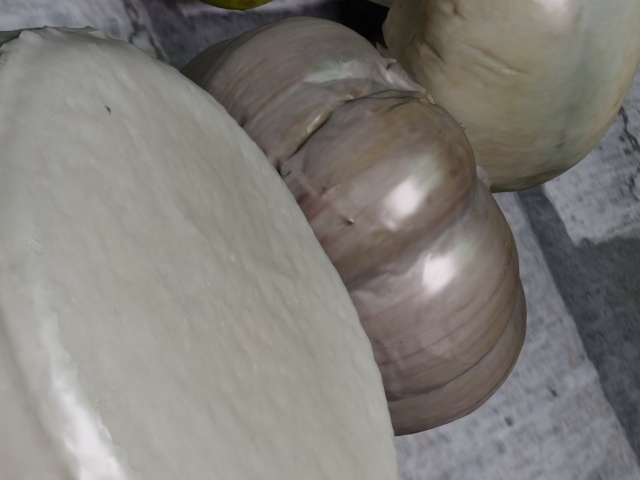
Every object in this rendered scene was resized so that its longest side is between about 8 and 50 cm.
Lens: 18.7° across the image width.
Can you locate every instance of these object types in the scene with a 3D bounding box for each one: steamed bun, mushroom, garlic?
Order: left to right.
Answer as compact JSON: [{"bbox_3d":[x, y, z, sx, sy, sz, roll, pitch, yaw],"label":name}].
[{"bbox_3d":[-0.103,0.062,0.748,0.283,0.177,0.283,47,27,-34],"label":"steamed bun"},{"bbox_3d":[0.002,0.003,0.948,0.228,0.152,0.228,53,-11,15],"label":"garlic"},{"bbox_3d":[0.091,-0.159,1.205,0.260,0.234,0.254,89,16,-78],"label":"mushroom"}]

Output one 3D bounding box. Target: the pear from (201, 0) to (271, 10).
[{"bbox_3d":[-0.035,-0.231,1.067,0.200,0.200,0.200,35,41,-37],"label":"pear"}]
